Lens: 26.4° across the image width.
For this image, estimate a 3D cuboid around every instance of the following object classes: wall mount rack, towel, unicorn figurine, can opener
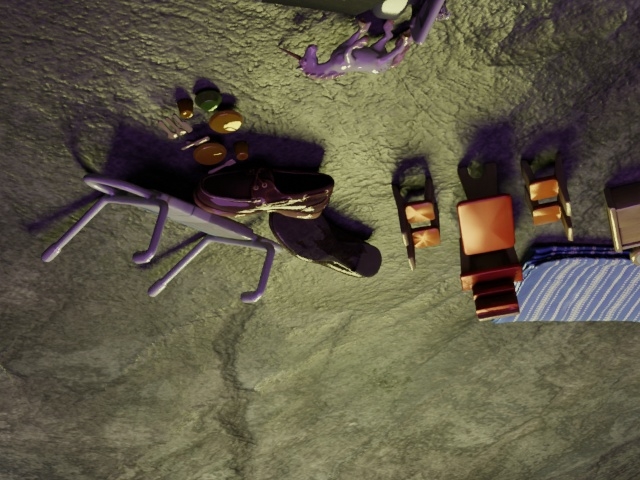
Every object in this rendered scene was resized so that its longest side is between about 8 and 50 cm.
[{"bbox_3d":[-0.243,0.009,2.051,0.350,0.131,0.304,23,169,-37],"label":"wall mount rack"},{"bbox_3d":[0.484,0.086,2.385,0.336,0.040,0.243,1,148,-13],"label":"towel"},{"bbox_3d":[0.044,-0.242,1.755,0.161,0.060,0.111,11,144,-25],"label":"unicorn figurine"},{"bbox_3d":[0.141,-0.339,1.605,0.093,0.074,0.280,6,146,-19],"label":"can opener"}]

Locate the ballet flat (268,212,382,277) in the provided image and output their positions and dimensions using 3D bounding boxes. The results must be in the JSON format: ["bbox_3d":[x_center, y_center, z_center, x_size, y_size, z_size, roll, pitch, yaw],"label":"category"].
[{"bbox_3d":[0.000,0.000,2.133,0.058,0.084,0.250,13,172,46],"label":"ballet flat"}]

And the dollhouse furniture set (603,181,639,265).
[{"bbox_3d":[0.555,0.078,2.070,0.173,0.356,0.303,-13,139,11],"label":"dollhouse furniture set"}]

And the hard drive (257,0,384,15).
[{"bbox_3d":[0.021,-0.317,1.549,0.172,0.054,0.254,5,171,-19],"label":"hard drive"}]

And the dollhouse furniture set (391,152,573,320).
[{"bbox_3d":[0.261,0.002,2.115,0.262,0.135,0.259,-11,148,6],"label":"dollhouse furniture set"}]

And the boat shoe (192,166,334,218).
[{"bbox_3d":[-0.081,-0.078,1.987,0.207,0.073,0.073,0,147,-24],"label":"boat shoe"}]

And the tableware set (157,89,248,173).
[{"bbox_3d":[-0.150,-0.154,1.897,0.104,0.024,0.154,-22,144,18],"label":"tableware set"}]
